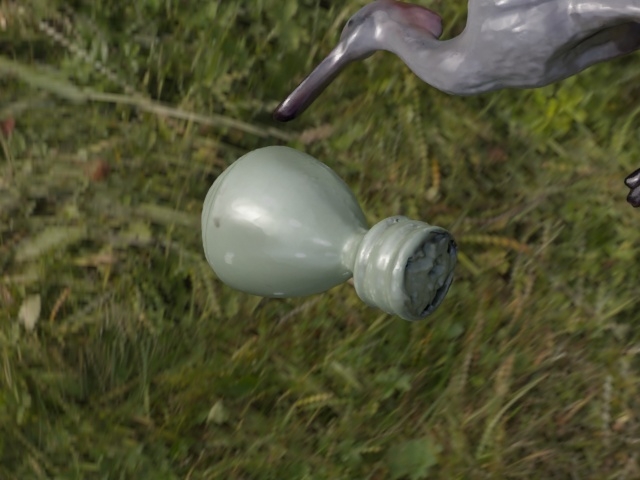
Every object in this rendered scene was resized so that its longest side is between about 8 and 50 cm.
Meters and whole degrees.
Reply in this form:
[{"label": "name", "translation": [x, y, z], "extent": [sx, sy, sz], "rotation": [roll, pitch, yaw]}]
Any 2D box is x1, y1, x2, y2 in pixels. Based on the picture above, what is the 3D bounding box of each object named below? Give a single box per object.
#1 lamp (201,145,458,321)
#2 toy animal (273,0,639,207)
[{"label": "lamp", "translation": [0.000, 0.000, 1.113], "extent": [0.193, 0.106, 0.106], "rotation": [21, 67, 40]}, {"label": "toy animal", "translation": [0.136, -0.134, 1.056], "extent": [0.324, 0.090, 0.195], "rotation": [16, 71, 31]}]
